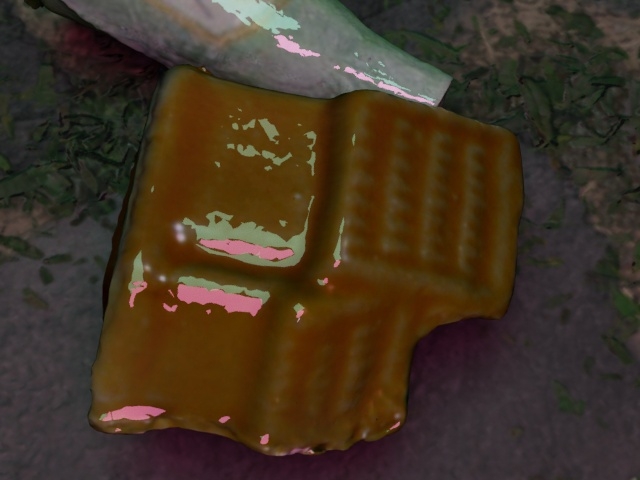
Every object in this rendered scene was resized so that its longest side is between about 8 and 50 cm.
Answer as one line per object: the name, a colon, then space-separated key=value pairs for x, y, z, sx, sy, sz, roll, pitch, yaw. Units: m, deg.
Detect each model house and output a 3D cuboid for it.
model house: x=-0.002 y=0.011 z=0.830 sx=0.239 sy=0.173 sz=0.268 roll=9 pitch=68 yaw=-1

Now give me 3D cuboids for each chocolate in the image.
chocolate: x=-0.051 y=-0.149 z=0.940 sx=0.291 sy=0.110 sz=0.110 roll=25 pitch=65 yaw=4
